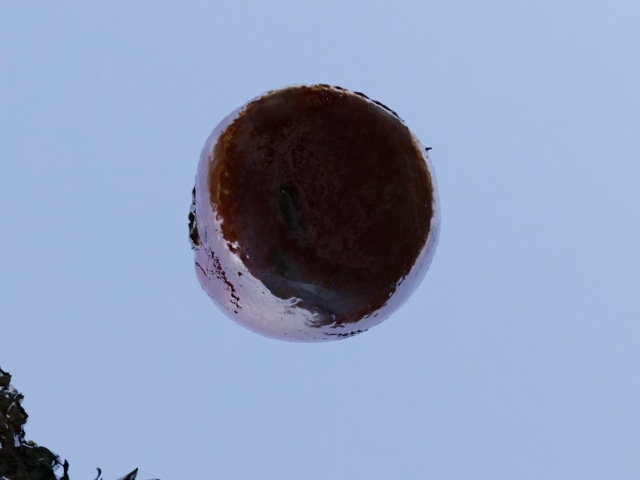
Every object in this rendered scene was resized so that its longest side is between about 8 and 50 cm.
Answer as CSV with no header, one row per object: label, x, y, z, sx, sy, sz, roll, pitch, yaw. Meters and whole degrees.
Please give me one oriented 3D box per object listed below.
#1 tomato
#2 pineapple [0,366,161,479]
tomato,0.000,0.000,1.193,0.173,0.189,0.099,1,-145,-9
pineapple,-0.187,0.114,1.008,0.221,0.103,0.083,41,-138,-1
